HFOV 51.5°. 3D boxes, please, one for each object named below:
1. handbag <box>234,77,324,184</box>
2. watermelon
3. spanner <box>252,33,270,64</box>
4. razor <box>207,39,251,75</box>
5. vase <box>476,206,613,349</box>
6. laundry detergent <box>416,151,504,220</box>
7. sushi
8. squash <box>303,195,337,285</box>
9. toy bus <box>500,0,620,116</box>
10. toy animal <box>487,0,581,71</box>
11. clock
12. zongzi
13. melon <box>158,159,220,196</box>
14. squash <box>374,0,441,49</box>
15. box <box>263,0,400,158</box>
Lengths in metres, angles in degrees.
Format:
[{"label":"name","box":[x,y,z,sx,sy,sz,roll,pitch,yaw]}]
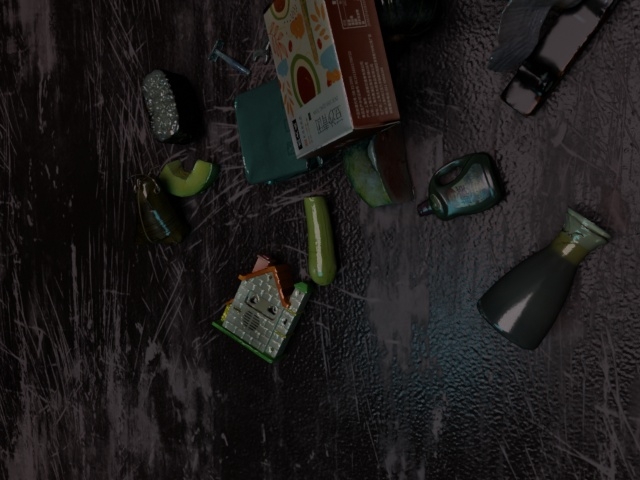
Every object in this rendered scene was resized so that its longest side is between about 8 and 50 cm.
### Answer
[{"label":"handbag","box":[-0.107,-0.293,1.800,0.274,0.100,0.269,-14,86,45]},{"label":"watermelon","box":[0.144,-0.238,1.696,0.180,0.224,0.305,-7,91,-18]},{"label":"spanner","box":[-0.120,-0.606,1.841,0.054,0.015,0.255,36,110,20]},{"label":"razor","box":[-0.255,-0.514,1.912,0.135,0.040,0.068,36,111,11]},{"label":"vase","box":[0.523,0.084,1.533,0.173,0.173,0.321,40,107,16]},{"label":"laundry detergent","box":[0.333,-0.124,1.646,0.221,0.078,0.144,-20,86,29]},{"label":"sushi","box":[-0.437,-0.393,1.961,0.124,0.127,0.225,-23,78,27]},{"label":"squash","box":[0.000,0.000,1.818,0.083,0.083,0.250,-3,95,26]},{"label":"toy bus","box":[0.561,-0.465,1.479,0.093,0.092,0.409,42,113,18]},{"label":"toy animal","box":[0.389,-0.544,1.394,0.302,0.284,0.225,-13,66,49]},{"label":"clock","box":[-0.155,0.183,1.914,0.219,0.106,0.255,30,104,19]},{"label":"zongzi","box":[-0.547,-0.091,2.031,0.240,0.111,0.248,-7,120,32]},{"label":"melon","box":[-0.398,-0.192,2.005,0.209,0.064,0.118,11,102,27]},{"label":"squash","box":[0.160,-0.553,1.575,0.252,0.252,0.165,-10,88,27]},{"label":"box","box":[0.012,-0.411,1.519,0.344,0.122,0.386,170,87,-68]}]
